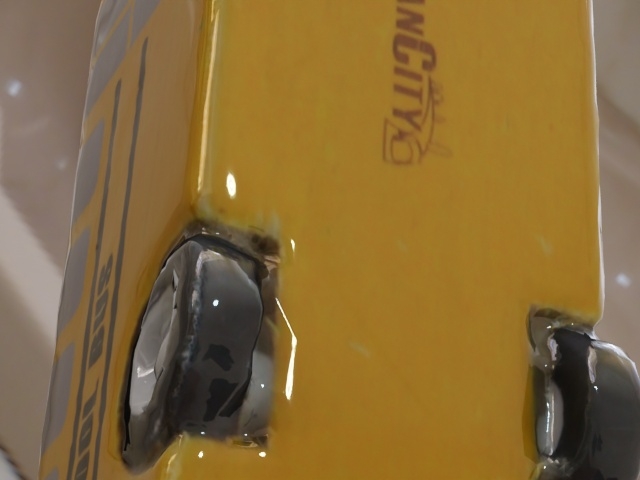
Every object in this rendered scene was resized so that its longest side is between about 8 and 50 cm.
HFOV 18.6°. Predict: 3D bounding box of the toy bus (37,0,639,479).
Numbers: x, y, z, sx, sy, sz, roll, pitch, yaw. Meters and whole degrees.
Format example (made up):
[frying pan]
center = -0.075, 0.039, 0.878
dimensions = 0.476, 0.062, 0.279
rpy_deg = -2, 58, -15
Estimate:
[toy bus]
center = 0.000, 0.000, 0.487
dimensions = 0.108, 0.130, 0.332
rpy_deg = 15, 56, -18
